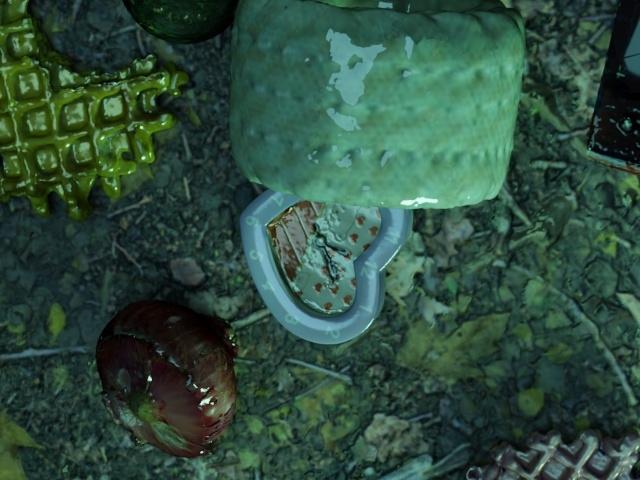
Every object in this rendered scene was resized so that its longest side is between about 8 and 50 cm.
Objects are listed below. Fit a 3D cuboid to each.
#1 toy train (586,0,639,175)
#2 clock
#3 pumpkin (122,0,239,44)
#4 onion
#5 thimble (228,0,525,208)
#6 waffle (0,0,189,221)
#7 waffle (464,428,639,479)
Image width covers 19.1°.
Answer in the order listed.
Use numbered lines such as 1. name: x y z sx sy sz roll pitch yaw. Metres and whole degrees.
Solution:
1. toy train: 0.345 -0.268 1.844 0.086 0.089 0.409 15 104 15
2. clock: 0.000 0.000 1.987 0.172 0.064 0.198 22 104 8
3. pumpkin: -0.127 -0.290 1.899 0.146 0.190 0.190 4 101 10
4. onion: -0.149 0.137 2.019 0.184 0.147 0.184 36 142 34
5. thimble: 0.045 -0.149 1.842 0.291 0.291 0.195 9 104 11
6. waffle: -0.307 -0.161 2.027 0.293 0.069 0.260 41 105 4
7. waffle: 0.264 0.308 1.989 0.221 0.055 0.234 -11 98 15
